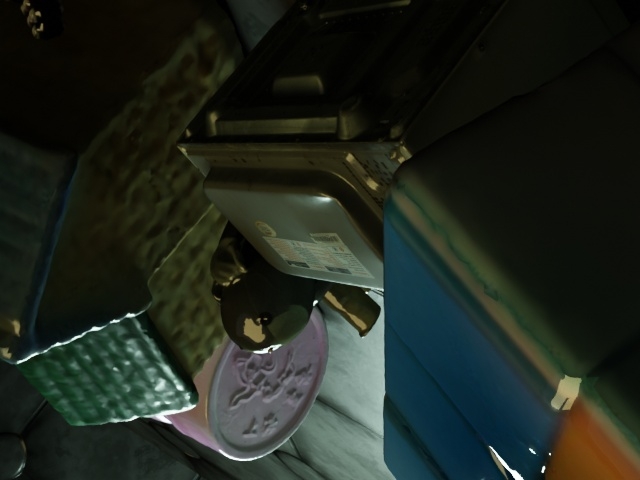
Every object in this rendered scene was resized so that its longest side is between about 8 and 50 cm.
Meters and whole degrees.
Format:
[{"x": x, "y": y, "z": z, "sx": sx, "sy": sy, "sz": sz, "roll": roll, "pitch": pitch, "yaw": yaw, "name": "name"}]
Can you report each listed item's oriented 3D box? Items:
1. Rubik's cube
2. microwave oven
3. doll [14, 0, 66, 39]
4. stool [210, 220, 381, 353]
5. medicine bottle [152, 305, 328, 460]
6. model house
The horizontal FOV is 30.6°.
[{"x": 0.218, "y": 0.074, "z": 0.475, "sx": 0.290, "sy": 0.291, "sz": 0.292, "roll": 51, "pitch": 163, "yaw": 26, "name": "Rubik's cube"}, {"x": 0.048, "y": -0.068, "z": 0.705, "sx": 0.240, "sy": 0.194, "sz": 0.145, "roll": 8, "pitch": 142, "yaw": 55, "name": "microwave oven"}, {"x": -0.249, "y": -0.257, "z": 0.897, "sx": 0.219, "sy": 0.067, "sz": 0.091, "roll": 61, "pitch": 168, "yaw": 10, "name": "doll"}, {"x": -0.004, "y": 0.004, "z": 0.909, "sx": 0.139, "sy": 0.228, "sz": 0.153, "roll": 31, "pitch": 155, "yaw": -10, "name": "stool"}, {"x": -0.176, "y": 0.113, "z": 1.430, "sx": 0.325, "sy": 0.212, "sz": 0.212, "roll": 21, "pitch": 155, "yaw": 37, "name": "medicine bottle"}, {"x": -0.243, "y": -0.022, "z": 1.057, "sx": 0.334, "sy": 0.343, "sz": 0.382, "roll": 22, "pitch": 156, "yaw": 31, "name": "model house"}]
